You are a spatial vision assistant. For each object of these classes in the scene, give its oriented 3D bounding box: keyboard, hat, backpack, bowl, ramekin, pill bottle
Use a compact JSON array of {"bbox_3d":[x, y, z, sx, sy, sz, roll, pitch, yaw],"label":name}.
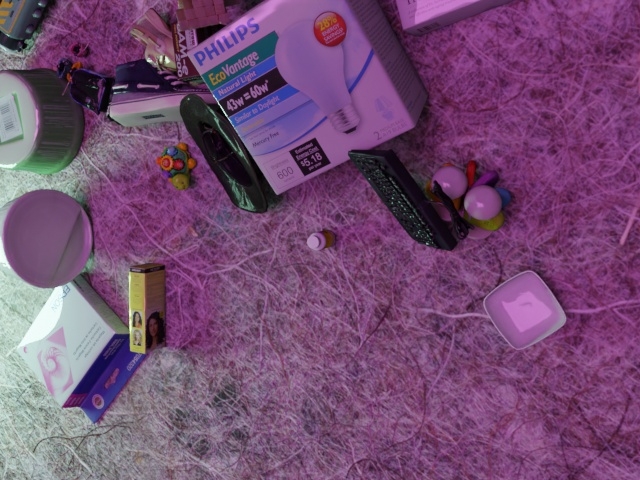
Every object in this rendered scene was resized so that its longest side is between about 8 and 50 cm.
[{"bbox_3d":[0.199,-0.076,1.486,0.201,0.317,0.033,8,60,45],"label":"keyboard"},{"bbox_3d":[-0.190,-0.229,1.729,0.331,0.134,0.331,43,156,24],"label":"hat"},{"bbox_3d":[-0.610,-0.405,1.942,0.114,0.084,0.105,25,107,17],"label":"backpack"},{"bbox_3d":[0.435,0.144,1.532,0.142,0.053,0.142,-37,81,24],"label":"bowl"},{"bbox_3d":[-0.775,-0.005,1.978,0.127,0.273,0.273,0,96,38],"label":"ramekin"},{"bbox_3d":[0.000,0.000,1.702,0.043,0.083,0.043,3,97,24],"label":"pill bottle"},{"bbox_3d":[-0.830,-0.335,2.018,0.303,0.148,0.303,3,97,25],"label":"ramekin"}]

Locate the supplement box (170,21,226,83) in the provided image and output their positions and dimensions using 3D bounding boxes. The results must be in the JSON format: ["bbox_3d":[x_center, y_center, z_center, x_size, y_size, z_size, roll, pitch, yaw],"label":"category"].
[{"bbox_3d":[-0.243,-0.432,1.680,0.073,0.239,0.130,-6,93,26],"label":"supplement box"}]

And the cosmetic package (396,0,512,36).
[{"bbox_3d":[0.320,-0.624,1.476,0.377,0.097,0.284,-15,87,26],"label":"cosmetic package"}]

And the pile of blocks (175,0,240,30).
[{"bbox_3d":[-0.239,-0.585,1.589,0.149,0.362,0.113,2,127,13],"label":"pile of blocks"}]

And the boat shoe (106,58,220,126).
[{"bbox_3d":[-0.384,-0.388,1.824,0.340,0.127,0.158,-2,79,15],"label":"boat shoe"}]

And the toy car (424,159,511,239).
[{"bbox_3d":[0.320,-0.099,1.524,0.182,0.159,0.136,33,72,19],"label":"toy car"}]

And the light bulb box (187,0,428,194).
[{"bbox_3d":[-0.018,-0.353,1.533,0.358,0.225,0.361,-25,108,25],"label":"light bulb box"}]

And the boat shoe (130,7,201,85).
[{"bbox_3d":[-0.377,-0.460,1.775,0.098,0.109,0.302,-40,58,1],"label":"boat shoe"}]

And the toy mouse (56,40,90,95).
[{"bbox_3d":[-0.685,-0.496,1.992,0.161,0.031,0.143,-53,53,14],"label":"toy mouse"}]

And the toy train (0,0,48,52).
[{"bbox_3d":[-0.844,-0.687,1.998,0.190,0.142,0.334,39,111,6],"label":"toy train"}]

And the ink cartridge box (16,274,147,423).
[{"bbox_3d":[-0.697,0.318,2.079,0.330,0.071,0.324,44,111,16],"label":"ink cartridge box"}]

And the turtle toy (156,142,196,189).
[{"bbox_3d":[-0.376,-0.189,1.867,0.095,0.066,0.130,-34,81,25],"label":"turtle toy"}]

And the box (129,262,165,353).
[{"bbox_3d":[-0.467,0.181,1.944,0.058,0.087,0.232,4,99,27],"label":"box"}]
